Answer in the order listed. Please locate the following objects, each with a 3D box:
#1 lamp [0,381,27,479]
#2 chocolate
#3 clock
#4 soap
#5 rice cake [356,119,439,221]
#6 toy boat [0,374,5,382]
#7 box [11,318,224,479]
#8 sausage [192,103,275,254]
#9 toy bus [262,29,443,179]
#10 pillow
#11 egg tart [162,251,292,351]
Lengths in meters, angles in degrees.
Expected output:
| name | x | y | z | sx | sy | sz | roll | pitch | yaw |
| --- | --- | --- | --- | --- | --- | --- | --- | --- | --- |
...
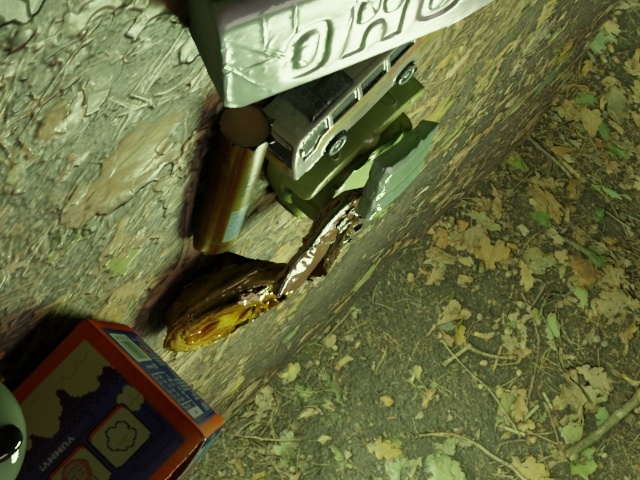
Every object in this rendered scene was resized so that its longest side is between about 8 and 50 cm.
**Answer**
| name | x | y | z | sx | sy | sz | roll | pitch | yaw |
| --- | --- | --- | --- | --- | --- | --- | --- | --- | --- |
| lamp | -0.457 | 0.246 | 1.159 | 0.244 | 0.198 | 0.198 | -26 | 163 | -17 |
| chocolate | 0.039 | -0.062 | 1.940 | 0.102 | 0.065 | 0.329 | -3 | -133 | 38 |
| clock | 0.044 | -0.151 | 1.777 | 0.286 | 0.117 | 0.348 | -44 | 169 | -11 |
| soap | 0.036 | -0.273 | 1.052 | 0.347 | 0.115 | 0.208 | -23 | 167 | -11 |
| rice cake | 0.134 | -0.125 | 1.720 | 0.237 | 0.043 | 0.127 | -45 | 159 | -53 |
| toy boat | -0.478 | 0.232 | 1.349 | 0.149 | 0.047 | 0.049 | -44 | 169 | -11 |
| box | -0.340 | 0.318 | 1.531 | 0.318 | 0.257 | 0.349 | -47 | 176 | -6 |
| sausage | -0.136 | -0.067 | 1.508 | 0.082 | 0.082 | 0.371 | -41 | 168 | -29 |
| toy bus | 0.049 | -0.245 | 1.520 | 0.342 | 0.097 | 0.138 | -45 | 167 | -12 |
| pillow | 0.000 | 0.000 | 1.728 | 0.232 | 0.043 | 0.126 | -54 | 166 | 21 |
| egg tart | -0.178 | 0.103 | 1.858 | 0.297 | 0.132 | 0.297 | -31 | 166 | -8 |
